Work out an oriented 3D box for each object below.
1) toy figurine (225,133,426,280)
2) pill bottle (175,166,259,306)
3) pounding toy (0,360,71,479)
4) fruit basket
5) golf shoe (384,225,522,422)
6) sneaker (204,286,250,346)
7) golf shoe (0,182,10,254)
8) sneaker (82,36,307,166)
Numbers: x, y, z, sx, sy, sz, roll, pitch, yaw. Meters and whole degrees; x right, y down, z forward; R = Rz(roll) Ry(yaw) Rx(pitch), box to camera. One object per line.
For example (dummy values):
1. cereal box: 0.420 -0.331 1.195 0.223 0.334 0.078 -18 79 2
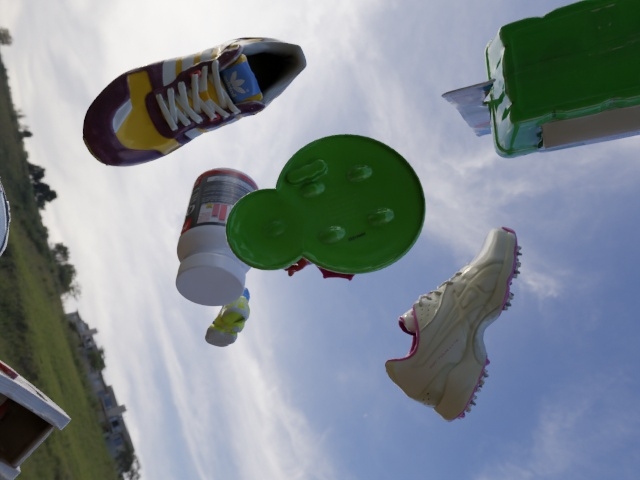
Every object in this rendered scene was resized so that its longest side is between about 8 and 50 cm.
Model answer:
1. toy figurine: 0.000 0.000 0.426 0.159 0.173 0.130 102 -35 -69
2. pill bottle: -0.280 -0.017 1.185 0.210 0.210 0.363 -52 -151 39
3. pounding toy: -0.367 0.186 0.411 0.154 0.155 0.269 39 -31 0
4. fruit basket: 0.353 -0.185 0.557 0.326 0.353 0.166 -7 -95 26
5. golf shoe: 0.200 0.099 0.635 0.140 0.307 0.115 22 -20 18
6. sneaker: -0.265 0.224 1.274 0.240 0.091 0.126 -45 -156 39
7. golf shoe: -0.369 -0.078 0.383 0.120 0.105 0.273 36 -45 47
8. sneaker: -0.094 -0.118 0.337 0.083 0.185 0.070 12 -45 47
